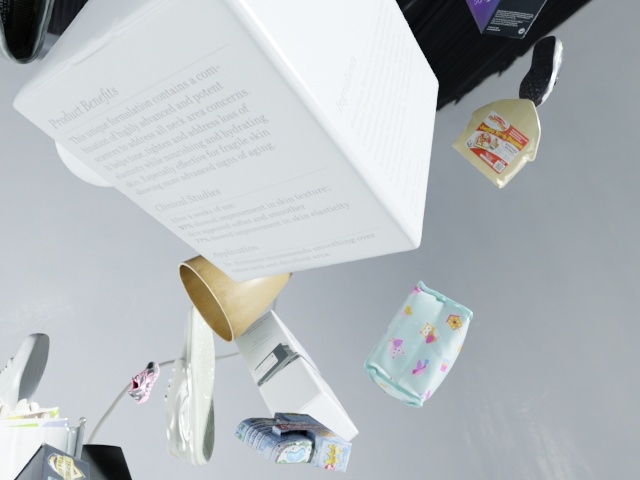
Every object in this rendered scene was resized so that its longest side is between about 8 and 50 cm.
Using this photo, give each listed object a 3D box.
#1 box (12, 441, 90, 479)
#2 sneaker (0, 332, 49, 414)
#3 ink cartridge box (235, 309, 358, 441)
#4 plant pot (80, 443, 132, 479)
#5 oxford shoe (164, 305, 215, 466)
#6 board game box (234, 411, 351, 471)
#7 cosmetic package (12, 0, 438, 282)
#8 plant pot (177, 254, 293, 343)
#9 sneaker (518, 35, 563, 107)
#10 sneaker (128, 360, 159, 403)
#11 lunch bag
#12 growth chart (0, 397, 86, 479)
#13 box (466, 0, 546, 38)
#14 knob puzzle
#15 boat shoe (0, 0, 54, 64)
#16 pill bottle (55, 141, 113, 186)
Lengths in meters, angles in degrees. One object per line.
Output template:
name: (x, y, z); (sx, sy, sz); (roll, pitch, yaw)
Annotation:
box: (-0.332, 0.390, 0.474); (0.073, 0.295, 0.293); (43, 77, -24)
sneaker: (-0.834, 0.358, 1.336); (0.169, 0.108, 0.293); (21, 93, 5)
ink cartridge box: (-0.082, 0.454, 1.607); (0.395, 0.166, 0.285); (48, -8, 49)
plant pot: (-0.646, 0.689, 1.442); (0.167, 0.187, 0.188); (6, 43, -50)
oxford shoe: (-0.382, 0.411, 1.470); (0.129, 0.169, 0.450); (-4, 78, 9)
board game box: (-0.042, 0.413, 1.055); (0.194, 0.194, 0.060); (20, 80, -41)
cosmetic package: (-0.077, -0.196, 0.677); (0.394, 0.329, 0.328); (46, 45, -39)
plant pot: (-0.195, 0.098, 1.327); (0.254, 0.237, 0.237); (-33, 85, -27)
sneaker: (0.592, -0.424, 1.327); (0.097, 0.084, 0.235); (37, 70, -37)
sneaker: (-0.459, 0.358, 1.317); (0.057, 0.047, 0.119); (49, 30, -30)
lunch bag: (0.206, 0.236, 1.107); (0.160, 0.262, 0.223); (31, 77, 17)
growth chart: (-0.587, 0.407, 1.014); (0.237, 0.021, 0.172); (21, 64, -34)
box: (0.348, -0.547, 0.966); (0.103, 0.184, 0.261); (1, 58, -17)
knob puzzle: (0.444, -0.254, 1.236); (0.030, 0.213, 0.213); (-1, 63, -53)
boat shoe: (-0.377, -0.391, 0.648); (0.119, 0.335, 0.121); (32, 31, 24)
pill bottle: (-0.465, -0.294, 1.253); (0.224, 0.224, 0.392); (32, 26, -15)
